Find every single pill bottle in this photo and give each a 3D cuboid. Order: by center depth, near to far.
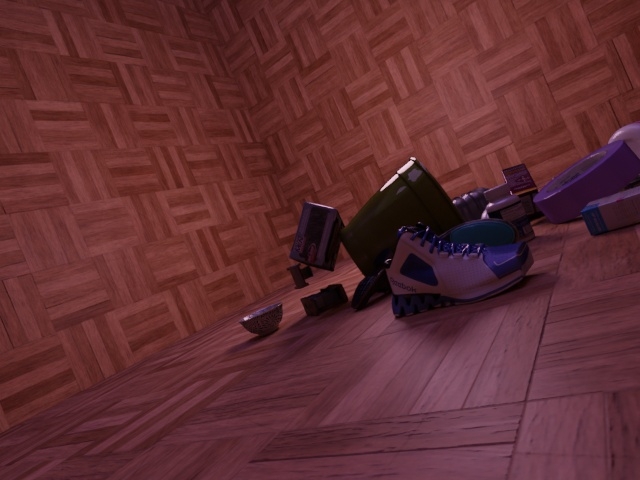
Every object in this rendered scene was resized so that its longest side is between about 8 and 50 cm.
[{"bbox_3d":[0.526,-0.072,1.242,0.094,0.169,0.094,-23,-1,0],"label":"pill bottle"},{"bbox_3d":[1.129,-0.334,1.459,0.323,0.181,0.181,-23,0,-21],"label":"pill bottle"}]

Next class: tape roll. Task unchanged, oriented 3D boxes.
[{"bbox_3d":[0.763,-0.166,1.271,0.275,0.090,0.275,-39,-4,-3],"label":"tape roll"}]

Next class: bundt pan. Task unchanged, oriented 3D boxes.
[{"bbox_3d":[0.587,-0.125,1.840,0.331,0.124,0.331,-22,-1,0],"label":"bundt pan"}]

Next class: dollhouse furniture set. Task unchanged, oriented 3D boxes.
[{"bbox_3d":[-0.012,0.152,1.538,0.129,0.183,0.129,-23,0,-19],"label":"dollhouse furniture set"}]

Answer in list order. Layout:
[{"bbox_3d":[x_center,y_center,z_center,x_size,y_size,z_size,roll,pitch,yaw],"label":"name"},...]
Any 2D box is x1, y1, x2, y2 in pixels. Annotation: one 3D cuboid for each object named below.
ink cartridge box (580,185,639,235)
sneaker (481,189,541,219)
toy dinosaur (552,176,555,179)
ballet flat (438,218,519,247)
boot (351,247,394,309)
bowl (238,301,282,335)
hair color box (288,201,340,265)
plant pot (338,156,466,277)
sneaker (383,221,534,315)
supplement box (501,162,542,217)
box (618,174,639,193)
[{"bbox_3d":[0.667,-0.075,0.930,0.181,0.061,0.104,-24,0,44],"label":"ink cartridge box"},{"bbox_3d":[0.730,-0.122,1.578,0.293,0.108,0.169,-22,-4,-23],"label":"sneaker"},{"bbox_3d":[0.875,-0.179,1.498,0.118,0.064,0.268,-21,20,-21],"label":"toy dinosaur"},{"bbox_3d":[0.374,0.031,1.236,0.349,0.123,0.123,-23,0,24],"label":"ballet flat"},{"bbox_3d":[0.182,0.137,1.305,0.219,0.106,0.082,-54,17,-22],"label":"boot"},{"bbox_3d":[-0.198,0.288,1.565,0.170,0.080,0.170,-23,0,0],"label":"bowl"},{"bbox_3d":[0.000,0.000,1.534,0.114,0.185,0.374,14,-5,9],"label":"hair color box"},{"bbox_3d":[0.265,-0.029,1.491,0.353,0.366,0.366,-35,-2,9],"label":"plant pot"},{"bbox_3d":[0.250,0.038,0.916,0.316,0.182,0.127,-24,1,37],"label":"sneaker"},{"bbox_3d":[0.684,-0.169,1.499,0.081,0.104,0.188,-17,31,21],"label":"supplement box"},{"bbox_3d":[0.894,-0.157,1.251,0.207,0.036,0.114,-23,0,11],"label":"box"}]
